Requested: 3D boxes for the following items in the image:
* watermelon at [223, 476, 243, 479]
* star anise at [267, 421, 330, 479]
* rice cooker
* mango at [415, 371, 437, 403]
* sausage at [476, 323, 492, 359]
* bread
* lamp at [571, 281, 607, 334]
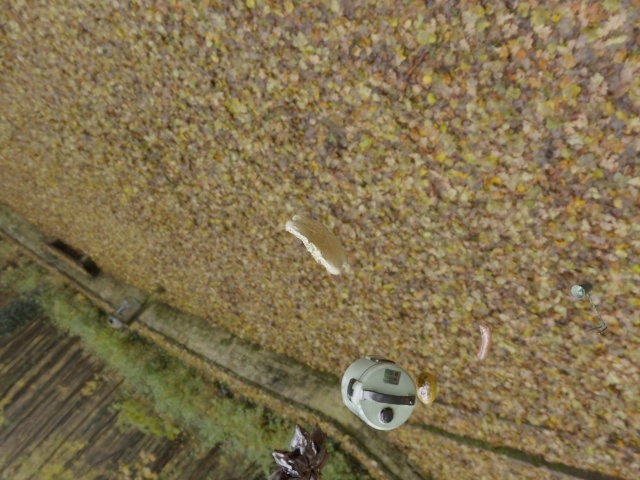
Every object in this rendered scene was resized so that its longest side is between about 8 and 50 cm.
[{"bbox_3d":[-0.265,0.775,1.521,0.105,0.105,0.133,41,112,-2],"label":"watermelon"},{"bbox_3d":[-0.048,0.621,1.334,0.109,0.236,0.223,19,176,29],"label":"star anise"},{"bbox_3d":[0.192,0.504,1.665,0.226,0.226,0.244,44,169,-10],"label":"rice cooker"},{"bbox_3d":[0.381,0.530,1.787,0.079,0.114,0.057,-7,178,16],"label":"mango"},{"bbox_3d":[0.585,0.365,1.773,0.047,0.040,0.177,39,149,40],"label":"sausage"},{"bbox_3d":[0.000,0.000,1.698,0.251,0.182,0.039,45,123,5],"label":"bread"},{"bbox_3d":[0.618,0.151,1.136,0.041,0.054,0.121,-16,92,62],"label":"lamp"}]
